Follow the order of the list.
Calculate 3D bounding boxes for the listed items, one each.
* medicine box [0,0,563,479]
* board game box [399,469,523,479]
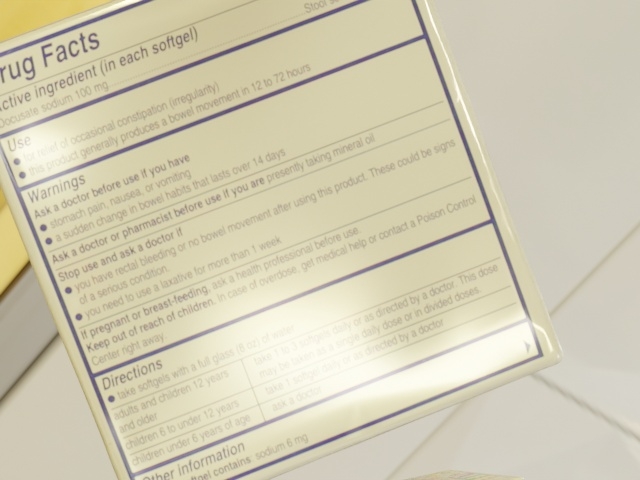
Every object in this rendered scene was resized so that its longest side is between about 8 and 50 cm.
[{"bbox_3d":[-0.036,-0.019,0.802,0.149,0.263,0.289,-149,-142,-84],"label":"medicine box"},{"bbox_3d":[0.120,0.252,1.310,0.103,0.026,0.154,-7,-4,-22],"label":"board game box"}]
